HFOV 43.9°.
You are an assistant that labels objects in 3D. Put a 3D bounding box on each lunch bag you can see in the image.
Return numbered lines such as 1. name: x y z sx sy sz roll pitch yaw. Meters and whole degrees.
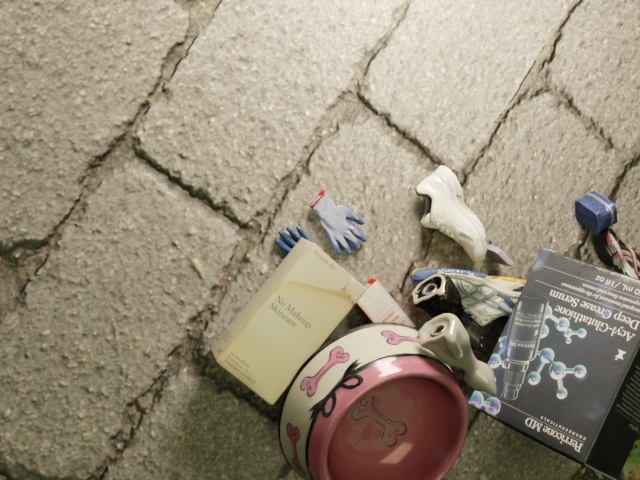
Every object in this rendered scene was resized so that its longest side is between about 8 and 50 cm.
1. lunch bag: 0.650 -0.070 1.871 0.065 0.098 0.067 -26 130 -11

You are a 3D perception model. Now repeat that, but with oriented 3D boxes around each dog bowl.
1. dog bowl: 0.126 0.383 1.643 0.407 0.150 0.408 -9 113 -21

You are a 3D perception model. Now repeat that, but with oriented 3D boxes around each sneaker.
1. sneaker: 0.337 0.133 1.777 0.296 0.112 0.131 10 90 -16
2. sneaker: 0.729 0.035 1.919 0.077 0.072 0.178 -43 111 -23
3. sneaker: 0.285 -0.044 1.775 0.115 0.090 0.232 -30 91 -6

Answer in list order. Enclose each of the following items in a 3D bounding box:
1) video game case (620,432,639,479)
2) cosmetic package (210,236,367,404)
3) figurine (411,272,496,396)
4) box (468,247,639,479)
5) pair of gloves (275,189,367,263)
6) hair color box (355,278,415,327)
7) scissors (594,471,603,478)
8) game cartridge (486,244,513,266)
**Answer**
1. video game case: 0.830 0.477 1.983 0.226 0.026 0.207 -18 97 -16
2. cosmetic package: -0.068 0.164 1.649 0.160 0.113 0.309 40 87 -15
3. figurine: 0.293 0.205 1.655 0.092 0.215 0.209 -34 118 21
4. box: 0.561 0.262 1.725 0.212 0.293 0.396 33 82 -46
5. pair of gloves: 0.000 0.000 1.717 0.198 0.023 0.159 -45 105 -6
6. hair color box: 0.137 0.159 1.754 0.072 0.043 0.141 -41 102 -11
7. scissors: 0.613 0.456 1.919 0.297 0.021 0.109 40 80 -13
8. game cartridge: 0.401 0.033 1.805 0.056 0.083 0.017 40 86 -14
